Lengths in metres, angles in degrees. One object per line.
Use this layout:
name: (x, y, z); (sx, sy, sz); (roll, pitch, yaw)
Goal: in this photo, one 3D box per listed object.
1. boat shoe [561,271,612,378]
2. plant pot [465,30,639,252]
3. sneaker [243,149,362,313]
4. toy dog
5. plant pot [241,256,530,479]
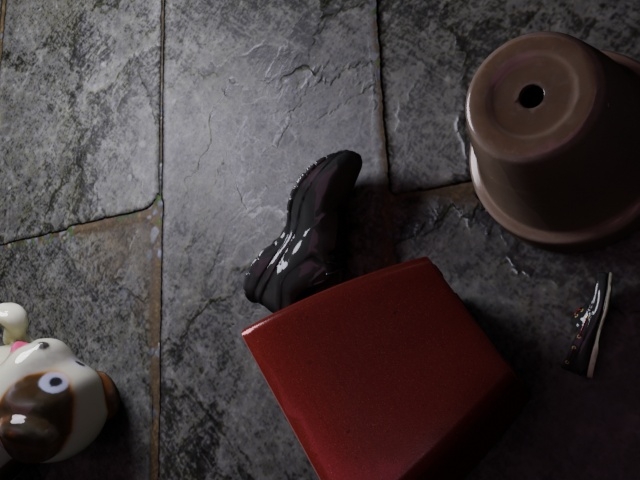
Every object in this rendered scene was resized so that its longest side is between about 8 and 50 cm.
boat shoe: (0.329, 0.100, 0.853); (0.042, 0.049, 0.133); (15, 92, 25)
plant pot: (0.277, -0.132, 0.830); (0.263, 0.229, 0.263); (-8, 76, 31)
sneaker: (0.000, 0.000, 1.058); (0.130, 0.109, 0.286); (36, 108, 26)
toy dog: (-0.565, 0.312, 1.226); (0.408, 0.284, 0.395); (-21, 82, 26)
plant pot: (0.106, 0.177, 0.866); (0.236, 0.267, 0.267); (-36, 62, 6)
